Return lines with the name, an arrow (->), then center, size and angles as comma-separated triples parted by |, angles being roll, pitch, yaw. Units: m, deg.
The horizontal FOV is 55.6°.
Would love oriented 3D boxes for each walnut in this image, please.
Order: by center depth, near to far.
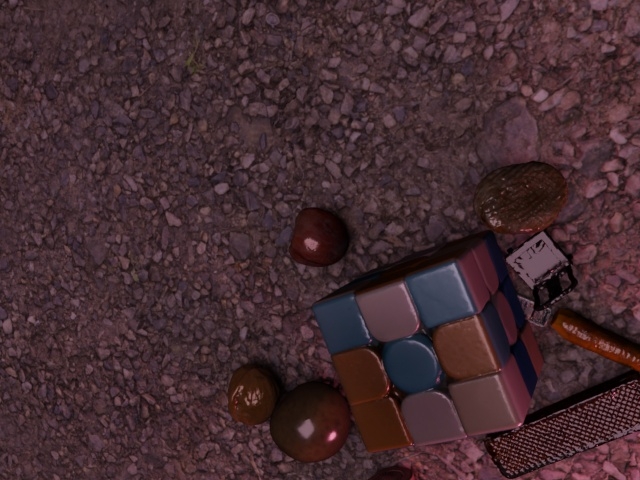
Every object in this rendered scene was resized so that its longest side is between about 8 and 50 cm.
walnut -> -0.186, 0.421, 1.650 | 0.166, 0.149, 0.166 | 17, 112, 48

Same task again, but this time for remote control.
remote control -> 0.467, 0.154, 1.401 | 0.124, 0.018, 0.053 | 24, 109, 17

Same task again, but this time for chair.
chair -> 0.462, 0.053, 1.274 | 0.106, 0.229, 0.113 | -43, 84, 22

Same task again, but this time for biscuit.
biscuit -> 0.563, 0.421, 1.375 | 0.388, 0.073, 0.107 | -33, 84, 23

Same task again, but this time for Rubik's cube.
Rubik's cube -> 0.244, 0.208, 1.316 | 0.344, 0.347, 0.346 | -20, 92, 29

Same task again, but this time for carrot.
carrot -> 0.657, 0.242, 1.316 | 0.314, 0.066, 0.066 | 27, 107, 14

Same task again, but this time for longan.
longan -> -0.026, 0.470, 1.563 | 0.220, 0.196, 0.196 | -31, 86, 17

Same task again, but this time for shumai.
shumai -> 0.416, -0.081, 1.311 | 0.209, 0.153, 0.161 | -33, 85, -15

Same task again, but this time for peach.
peach -> 0.000, 0.000, 1.519 | 0.152, 0.152, 0.152 | 4, 100, 22

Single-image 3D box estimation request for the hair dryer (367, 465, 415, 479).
hair dryer -> 0.112, 0.723, 1.601 | 0.352, 0.125, 0.210 | -15, 94, 34
